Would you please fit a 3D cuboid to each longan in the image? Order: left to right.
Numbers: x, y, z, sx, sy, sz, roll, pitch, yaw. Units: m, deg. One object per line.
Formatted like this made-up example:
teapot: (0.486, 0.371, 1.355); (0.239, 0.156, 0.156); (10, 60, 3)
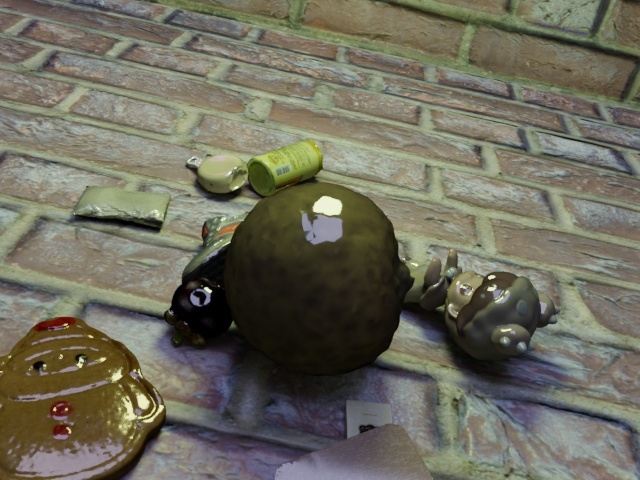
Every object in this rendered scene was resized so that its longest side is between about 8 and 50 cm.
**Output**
longan: (-0.004, 0.071, 1.241); (0.391, 0.391, 0.391); (8, 36, -6)

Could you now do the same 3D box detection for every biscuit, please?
biscuit: (-0.468, 0.277, 1.099); (0.359, 0.074, 0.381); (-4, 42, -24)

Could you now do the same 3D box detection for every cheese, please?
cheese: (-0.310, -0.205, 1.790); (0.227, 0.064, 0.137); (25, 51, 37)

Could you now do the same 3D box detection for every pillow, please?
pillow: (-0.509, -0.094, 1.606); (0.230, 0.050, 0.148); (8, 29, -6)

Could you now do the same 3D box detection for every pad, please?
pad: (0.067, 0.424, 1.071); (0.266, 0.002, 0.176); (-13, 49, -24)

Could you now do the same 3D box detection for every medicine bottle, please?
medicine bottle: (-0.098, -0.218, 1.838); (0.124, 0.124, 0.239); (35, 41, 28)

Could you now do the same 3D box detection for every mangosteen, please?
mangosteen: (-0.256, 0.153, 1.291); (0.137, 0.137, 0.151); (34, 75, 27)

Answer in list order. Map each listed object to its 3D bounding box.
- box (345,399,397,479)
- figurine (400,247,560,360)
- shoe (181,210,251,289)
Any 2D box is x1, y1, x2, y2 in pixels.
box: (0.092, 0.374, 1.161); (0.090, 0.024, 0.167); (7, 36, -4)
figurine: (0.331, 0.144, 1.423); (0.381, 0.203, 0.248); (21, 28, 32)
shoe: (-0.237, 0.007, 1.488); (0.171, 0.132, 0.336); (25, 35, 25)
